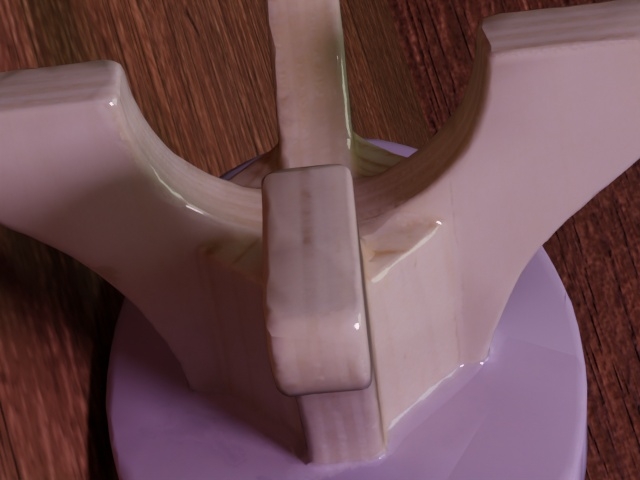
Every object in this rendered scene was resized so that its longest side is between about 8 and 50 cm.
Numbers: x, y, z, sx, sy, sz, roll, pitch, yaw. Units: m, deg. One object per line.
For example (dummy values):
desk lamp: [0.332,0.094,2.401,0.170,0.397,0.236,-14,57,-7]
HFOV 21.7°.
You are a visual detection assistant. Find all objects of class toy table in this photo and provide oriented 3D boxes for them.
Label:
toy table: [0.000,0.000,0.580,0.274,0.252,0.160,-112,-168,-51]
